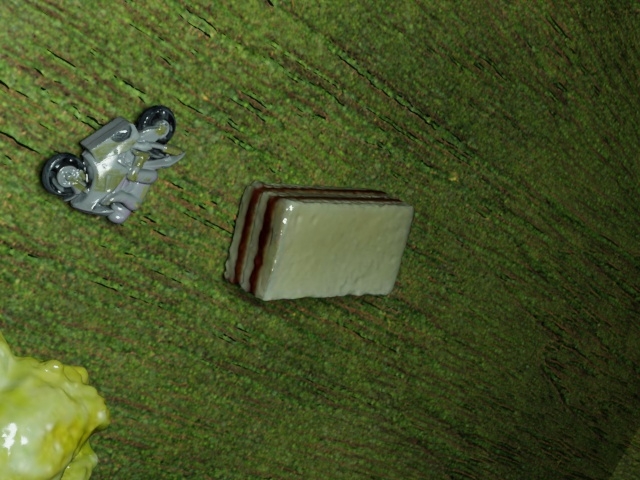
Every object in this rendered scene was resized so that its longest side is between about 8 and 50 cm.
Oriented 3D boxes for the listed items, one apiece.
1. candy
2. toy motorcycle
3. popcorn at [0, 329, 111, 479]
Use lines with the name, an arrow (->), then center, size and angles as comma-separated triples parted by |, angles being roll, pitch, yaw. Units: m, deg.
candy -> 0.000, 0.000, 1.893 | 0.320, 0.135, 0.179 | -1, 110, -43
toy motorcycle -> -0.299, -0.100, 1.628 | 0.225, 0.073, 0.152 | -32, 129, -24
popcorn -> -0.457, 0.286, 1.550 | 0.312, 0.312, 0.312 | -18, 121, -34
